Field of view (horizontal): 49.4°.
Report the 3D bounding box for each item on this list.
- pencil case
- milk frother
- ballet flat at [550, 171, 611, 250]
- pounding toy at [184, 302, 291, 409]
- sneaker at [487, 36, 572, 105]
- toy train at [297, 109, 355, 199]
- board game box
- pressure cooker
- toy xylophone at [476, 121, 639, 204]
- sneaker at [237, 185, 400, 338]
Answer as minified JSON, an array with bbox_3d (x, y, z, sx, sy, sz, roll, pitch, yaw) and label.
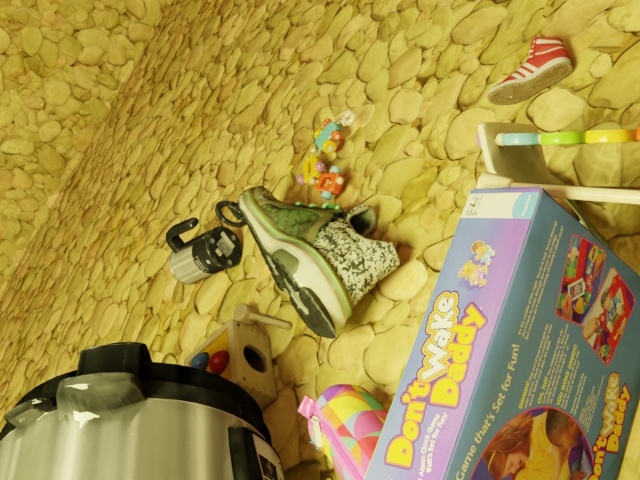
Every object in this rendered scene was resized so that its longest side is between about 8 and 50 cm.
[{"bbox_3d":[0.064,0.259,0.799,0.104,0.104,0.236,-57,34,3],"label":"pencil case"},{"bbox_3d":[-0.218,0.002,1.387,0.135,0.129,0.143,-22,5,42],"label":"milk frother"},{"bbox_3d":[0.259,-0.039,0.810,0.072,0.068,0.213,-46,35,17],"label":"ballet flat"},{"bbox_3d":[-0.138,0.175,1.129,0.181,0.094,0.206,-42,37,24],"label":"pounding toy"},{"bbox_3d":[0.283,-0.235,0.958,0.118,0.042,0.067,-21,52,32],"label":"sneaker"},{"bbox_3d":[0.023,-0.141,1.221,0.125,0.046,0.166,-3,65,50],"label":"toy train"},{"bbox_3d":[0.174,0.159,0.613,0.078,0.233,0.347,3,66,53],"label":"board game box"},{"bbox_3d":[-0.233,0.346,0.864,0.370,0.376,0.420,-42,38,28],"label":"pressure cooker"},{"bbox_3d":[0.292,-0.079,0.653,0.323,0.236,0.081,4,98,38],"label":"toy xylophone"},{"bbox_3d":[0.000,0.000,1.099,0.182,0.158,0.410,-27,32,-9],"label":"sneaker"}]
